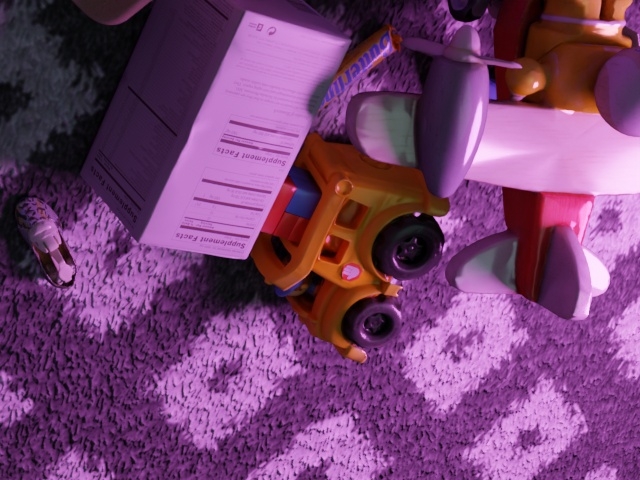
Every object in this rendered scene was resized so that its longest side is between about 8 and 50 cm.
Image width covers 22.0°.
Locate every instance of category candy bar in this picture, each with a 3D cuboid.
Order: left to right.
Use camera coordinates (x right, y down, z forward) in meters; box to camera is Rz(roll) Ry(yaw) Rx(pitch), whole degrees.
[{"bbox_3d":[0.020,-0.169,1.708,0.161,0.018,0.040,-38,137,-7],"label":"candy bar"}]

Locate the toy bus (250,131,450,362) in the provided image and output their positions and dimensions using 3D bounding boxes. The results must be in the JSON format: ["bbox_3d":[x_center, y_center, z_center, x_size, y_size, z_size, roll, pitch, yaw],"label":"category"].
[{"bbox_3d":[0.000,0.000,1.740,0.211,0.149,0.220,13,115,-29],"label":"toy bus"}]

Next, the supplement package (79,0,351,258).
[{"bbox_3d":[-0.103,-0.124,1.558,0.134,0.139,0.244,10,115,-41],"label":"supplement package"}]

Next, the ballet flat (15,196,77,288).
[{"bbox_3d":[-0.263,0.005,1.603,0.041,0.041,0.114,-32,135,-15],"label":"ballet flat"}]

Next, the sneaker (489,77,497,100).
[{"bbox_3d":[0.198,-0.151,1.832,0.211,0.080,0.081,34,75,-47],"label":"sneaker"}]

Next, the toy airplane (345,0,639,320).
[{"bbox_3d":[0.255,-0.109,1.634,0.386,0.272,0.384,-46,107,-23],"label":"toy airplane"}]

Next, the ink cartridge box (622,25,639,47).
[{"bbox_3d":[0.316,-0.163,1.876,0.062,0.109,0.209,-33,136,-15],"label":"ink cartridge box"}]

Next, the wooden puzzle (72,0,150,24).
[{"bbox_3d":[-0.168,-0.382,1.329,0.322,0.080,0.348,-37,133,10],"label":"wooden puzzle"}]
